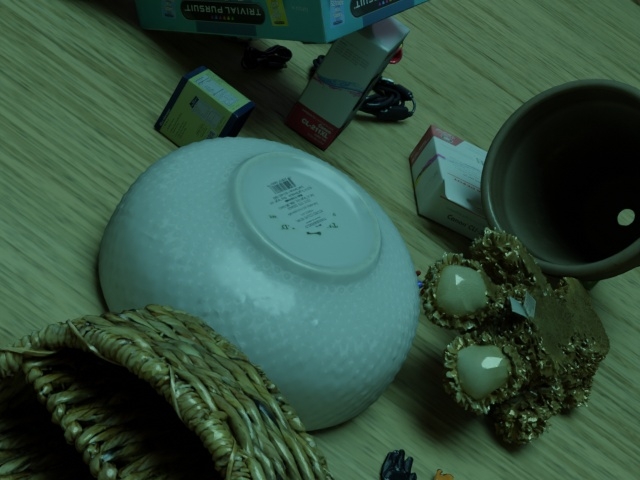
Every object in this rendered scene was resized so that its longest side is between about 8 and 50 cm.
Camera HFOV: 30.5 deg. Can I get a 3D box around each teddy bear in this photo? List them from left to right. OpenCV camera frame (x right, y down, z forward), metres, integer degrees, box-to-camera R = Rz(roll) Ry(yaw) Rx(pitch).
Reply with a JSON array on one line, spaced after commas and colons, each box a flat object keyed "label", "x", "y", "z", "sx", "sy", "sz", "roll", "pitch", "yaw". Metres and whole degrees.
[{"label": "teddy bear", "x": 0.211, "y": 0.111, "z": 1.337, "sx": 0.245, "sy": 0.113, "sz": 0.338, "roll": 62, "pitch": 30, "yaw": 4}]

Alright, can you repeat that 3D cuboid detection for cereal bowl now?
[{"label": "cereal bowl", "x": -0.040, "y": 0.016, "z": 1.182, "sx": 0.339, "sy": 0.141, "sz": 0.339, "roll": 19, "pitch": 43, "yaw": -18}]

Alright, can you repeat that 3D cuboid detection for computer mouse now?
[{"label": "computer mouse", "x": -0.123, "y": -0.321, "z": 1.730, "sx": 0.106, "sy": 0.042, "sz": 0.193, "roll": -11, "pitch": 53, "yaw": -50}]

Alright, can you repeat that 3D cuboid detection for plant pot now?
[{"label": "plant pot", "x": 0.376, "y": -0.054, "z": 1.566, "sx": 0.263, "sy": 0.263, "sz": 0.229, "roll": 54, "pitch": 14, "yaw": 30}]

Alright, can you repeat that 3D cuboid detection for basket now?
[{"label": "basket", "x": -0.135, "y": 0.196, "z": 0.802, "sx": 0.223, "sy": 0.213, "sz": 0.299, "roll": -6, "pitch": 48, "yaw": -49}]

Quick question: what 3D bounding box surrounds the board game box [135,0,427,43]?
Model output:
[{"label": "board game box", "x": -0.045, "y": -0.341, "z": 1.571, "sx": 0.336, "sy": 0.079, "sz": 0.254, "roll": 13, "pitch": 31, "yaw": 39}]

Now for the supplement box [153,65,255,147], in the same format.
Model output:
[{"label": "supplement box", "x": -0.140, "y": -0.151, "z": 1.426, "sx": 0.083, "sy": 0.083, "sz": 0.056, "roll": 38, "pitch": 29, "yaw": 4}]

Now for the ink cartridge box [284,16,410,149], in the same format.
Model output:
[{"label": "ink cartridge box", "x": 0.038, "y": -0.228, "z": 1.621, "sx": 0.072, "sy": 0.175, "sz": 0.127, "roll": 35, "pitch": 30, "yaw": 1}]

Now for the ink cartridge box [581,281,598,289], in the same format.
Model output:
[{"label": "ink cartridge box", "x": 0.348, "y": -0.029, "z": 1.753, "sx": 0.209, "sy": 0.062, "sz": 0.109, "roll": 38, "pitch": 31, "yaw": 7}]

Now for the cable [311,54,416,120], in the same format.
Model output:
[{"label": "cable", "x": 0.057, "y": -0.241, "z": 1.788, "sx": 0.184, "sy": 0.047, "sz": 0.150, "roll": -4, "pitch": 47, "yaw": -47}]

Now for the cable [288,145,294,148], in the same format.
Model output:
[{"label": "cable", "x": 0.000, "y": 0.000, "z": 1.407, "sx": 0.139, "sy": 0.072, "sz": 0.287, "roll": 18, "pitch": 42, "yaw": -58}]

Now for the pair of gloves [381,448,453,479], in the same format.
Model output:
[{"label": "pair of gloves", "x": 0.097, "y": 0.245, "z": 1.165, "sx": 0.083, "sy": 0.010, "sz": 0.074, "roll": 28, "pitch": 32, "yaw": -6}]

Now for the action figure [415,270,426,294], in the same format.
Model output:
[{"label": "action figure", "x": 0.095, "y": 0.052, "z": 1.409, "sx": 0.038, "sy": 0.030, "sz": 0.115, "roll": 53, "pitch": 20, "yaw": 21}]

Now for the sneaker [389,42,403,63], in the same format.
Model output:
[{"label": "sneaker", "x": 0.087, "y": -0.312, "z": 1.860, "sx": 0.094, "sy": 0.081, "sz": 0.208, "roll": 41, "pitch": 8, "yaw": -4}]

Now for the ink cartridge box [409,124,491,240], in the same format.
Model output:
[{"label": "ink cartridge box", "x": 0.196, "y": -0.070, "z": 1.659, "sx": 0.115, "sy": 0.067, "sz": 0.198, "roll": 25, "pitch": 30, "yaw": -16}]
